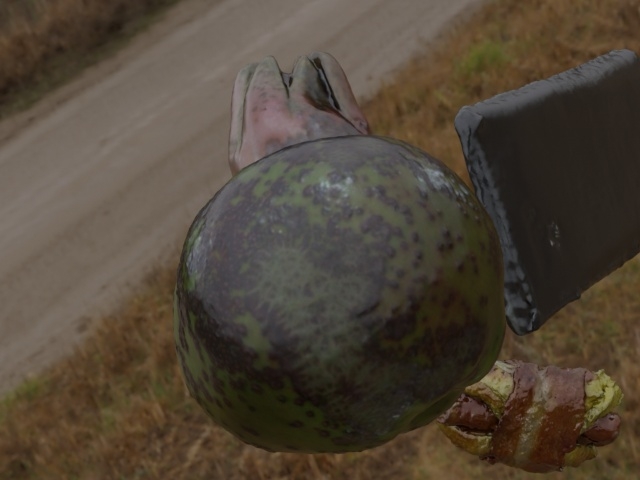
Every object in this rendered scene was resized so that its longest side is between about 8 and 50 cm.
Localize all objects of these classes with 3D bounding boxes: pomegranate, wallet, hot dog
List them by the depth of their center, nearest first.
[{"bbox_3d":[0.011,0.004,0.452,0.125,0.138,0.163,11,68,7],"label":"pomegranate"},{"bbox_3d":[0.184,-0.048,0.821,0.030,0.146,0.285,-17,5,39],"label":"wallet"},{"bbox_3d":[0.227,0.194,1.293,0.213,0.146,0.103,3,40,-9],"label":"hot dog"}]
